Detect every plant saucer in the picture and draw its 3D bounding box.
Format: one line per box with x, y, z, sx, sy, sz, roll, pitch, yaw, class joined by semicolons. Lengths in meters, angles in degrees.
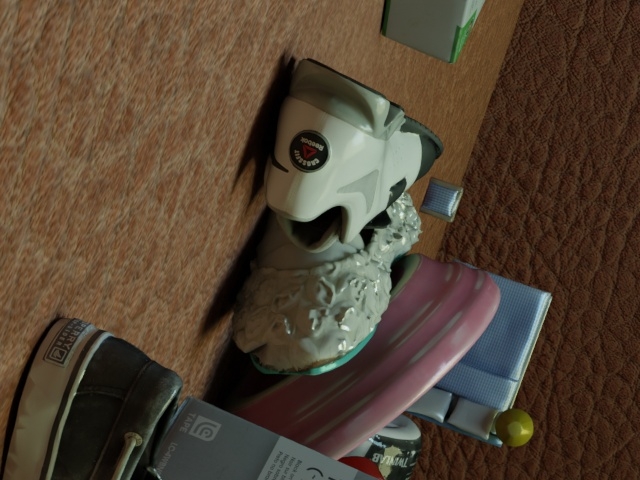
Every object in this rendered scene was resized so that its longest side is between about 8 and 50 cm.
0.024;0.120;1.924;0.332;0.084;0.332;-38;-173;6;plant saucer

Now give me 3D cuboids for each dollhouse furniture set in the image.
0.142;0.064;2.229;0.198;0.303;0.286;22;90;-84;dollhouse furniture set

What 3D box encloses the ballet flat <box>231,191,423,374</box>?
0.000;0.000;1.816;0.409;0.147;0.147;-57;168;-70;ballet flat

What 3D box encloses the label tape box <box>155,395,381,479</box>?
0.002;0.309;1.727;0.249;0.348;0.115;104;11;-50;label tape box

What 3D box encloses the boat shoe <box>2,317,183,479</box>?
-0.143;0.176;1.239;0.108;0.102;0.301;-60;169;-50;boat shoe

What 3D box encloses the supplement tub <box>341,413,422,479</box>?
-0.021;0.331;2.258;0.193;0.194;0.316;-26;138;-80;supplement tub

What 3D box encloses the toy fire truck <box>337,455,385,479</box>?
-0.009;0.390;2.103;0.254;0.302;0.169;94;-25;-43;toy fire truck

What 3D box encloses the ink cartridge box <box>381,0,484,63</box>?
0.144;-0.311;1.982;0.153;0.087;0.208;96;18;-65;ink cartridge box

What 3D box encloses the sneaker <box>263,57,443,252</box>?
0.013;-0.062;1.682;0.146;0.122;0.330;-65;165;3;sneaker
